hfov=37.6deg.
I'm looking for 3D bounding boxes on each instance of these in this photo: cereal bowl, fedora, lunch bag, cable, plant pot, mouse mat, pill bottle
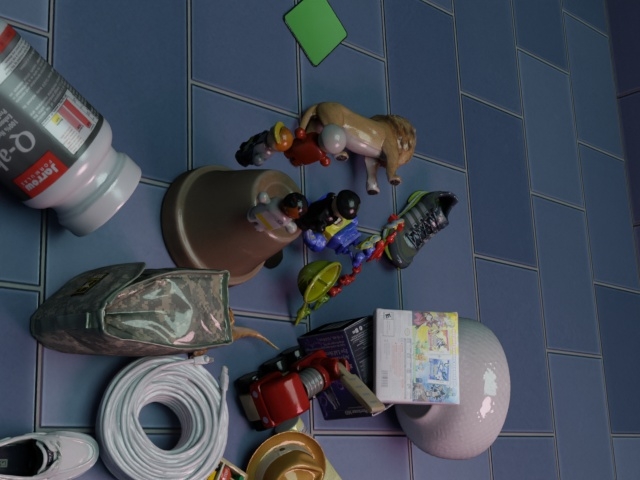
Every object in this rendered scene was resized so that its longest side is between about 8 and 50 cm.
[{"bbox_3d":[0.275,0.341,2.188,0.141,0.339,0.339,8,72,-31],"label":"cereal bowl"},{"bbox_3d":[-0.059,0.490,1.936,0.194,0.079,0.194,-4,97,-31],"label":"fedora"},{"bbox_3d":[-0.341,0.127,1.679,0.287,0.235,0.169,0,83,-46],"label":"lunch bag"},{"bbox_3d":[-0.294,0.339,1.748,0.257,0.089,0.257,9,66,-31],"label":"cable"},{"bbox_3d":[-0.156,-0.049,1.928,0.263,0.229,0.263,17,65,-42],"label":"plant pot"},{"bbox_3d":[-0.010,-0.543,2.386,0.153,0.007,0.190,56,45,-18],"label":"mouse mat"},{"bbox_3d":[-0.497,-0.188,1.631,0.363,0.210,0.210,46,50,-26],"label":"pill bottle"}]

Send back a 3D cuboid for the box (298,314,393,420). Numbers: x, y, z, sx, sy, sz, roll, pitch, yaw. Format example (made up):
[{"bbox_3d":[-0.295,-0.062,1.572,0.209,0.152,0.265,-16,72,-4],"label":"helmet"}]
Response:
[{"bbox_3d":[0.064,0.287,2.108,0.108,0.153,0.207,-21,93,-47],"label":"box"}]

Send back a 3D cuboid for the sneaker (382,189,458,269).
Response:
[{"bbox_3d":[0.258,-0.040,2.427,0.111,0.121,0.300,52,47,-21],"label":"sneaker"}]

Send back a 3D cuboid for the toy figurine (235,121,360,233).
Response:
[{"bbox_3d":[-0.039,-0.120,1.792,0.209,0.148,0.213,-1,79,-46],"label":"toy figurine"}]

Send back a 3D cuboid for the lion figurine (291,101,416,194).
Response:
[{"bbox_3d":[0.086,-0.258,2.307,0.392,0.142,0.240,25,54,-34],"label":"lion figurine"}]

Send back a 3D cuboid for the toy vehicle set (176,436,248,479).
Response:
[{"bbox_3d":[-0.248,0.533,1.798,0.166,0.035,0.267,41,52,-30],"label":"toy vehicle set"}]

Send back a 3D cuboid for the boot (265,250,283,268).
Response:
[{"bbox_3d":[-0.105,-0.009,2.104,0.037,0.106,0.114,8,40,-19],"label":"boot"}]

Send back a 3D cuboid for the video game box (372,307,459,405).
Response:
[{"bbox_3d":[0.208,0.255,2.052,0.187,0.048,0.205,4,73,-6],"label":"video game box"}]

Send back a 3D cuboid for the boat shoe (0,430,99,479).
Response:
[{"bbox_3d":[-0.475,0.370,1.578,0.258,0.084,0.095,-1,78,-46],"label":"boat shoe"}]

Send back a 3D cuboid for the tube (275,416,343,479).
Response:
[{"bbox_3d":[-0.018,0.487,2.039,0.240,0.070,0.062,60,5,-19],"label":"tube"}]

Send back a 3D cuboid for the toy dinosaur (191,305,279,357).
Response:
[{"bbox_3d":[-0.190,0.191,1.956,0.211,0.064,0.112,-11,105,-38],"label":"toy dinosaur"}]

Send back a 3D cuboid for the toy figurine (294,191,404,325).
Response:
[{"bbox_3d":[0.000,0.000,2.180,0.217,0.191,0.362,44,51,13],"label":"toy figurine"}]

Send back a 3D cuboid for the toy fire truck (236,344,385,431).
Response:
[{"bbox_3d":[-0.013,0.313,1.952,0.217,0.246,0.158,-25,96,-47],"label":"toy fire truck"}]
